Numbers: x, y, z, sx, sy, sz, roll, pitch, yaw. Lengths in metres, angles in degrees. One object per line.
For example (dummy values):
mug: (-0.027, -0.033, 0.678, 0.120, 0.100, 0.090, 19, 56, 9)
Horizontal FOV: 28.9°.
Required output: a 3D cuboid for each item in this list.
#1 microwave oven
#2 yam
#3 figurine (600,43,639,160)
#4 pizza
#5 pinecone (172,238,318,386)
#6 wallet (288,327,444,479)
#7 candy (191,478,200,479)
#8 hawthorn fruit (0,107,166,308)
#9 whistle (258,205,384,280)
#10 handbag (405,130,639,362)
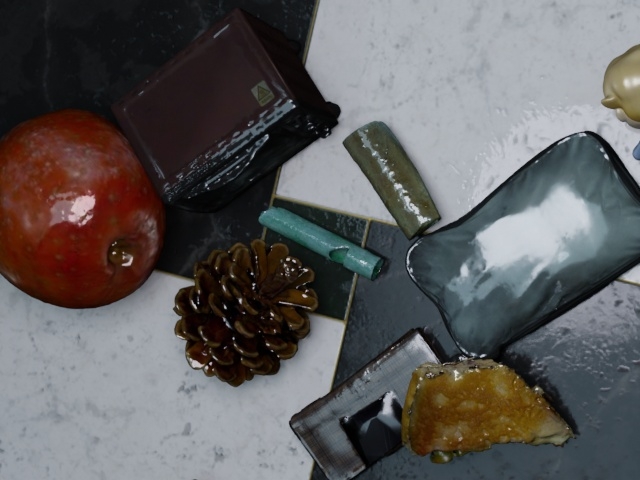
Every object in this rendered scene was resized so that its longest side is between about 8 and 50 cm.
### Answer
microwave oven: (-0.125, -0.165, 1.707, 0.247, 0.178, 0.188, -36, 78, 15)
yam: (0.101, -0.085, 1.687, 0.068, 0.068, 0.169, -38, 78, 15)
figurine: (0.429, -0.153, 1.569, 0.114, 0.108, 0.196, -14, 102, 28)
pizza: (0.212, 0.214, 1.625, 0.226, 0.069, 0.147, -10, 109, 5)
pinecone: (-0.096, 0.086, 1.700, 0.185, 0.168, 0.212, 42, 116, 1)
wallet: (0.077, 0.232, 1.700, 0.230, 0.042, 0.124, -37, 79, 9)
candy: (-0.151, 0.481, 1.764, 0.084, 0.078, 0.287, -14, 88, 35)
hawthorn fruit: (-0.349, -0.040, 1.737, 0.284, 0.284, 0.284, 0, 89, 19)
whistle: (0.000, 0.000, 1.735, 0.186, 0.039, 0.039, 27, 98, 18)
handbag: (0.271, 0.013, 1.628, 0.332, 0.075, 0.191, -36, 81, 12)
